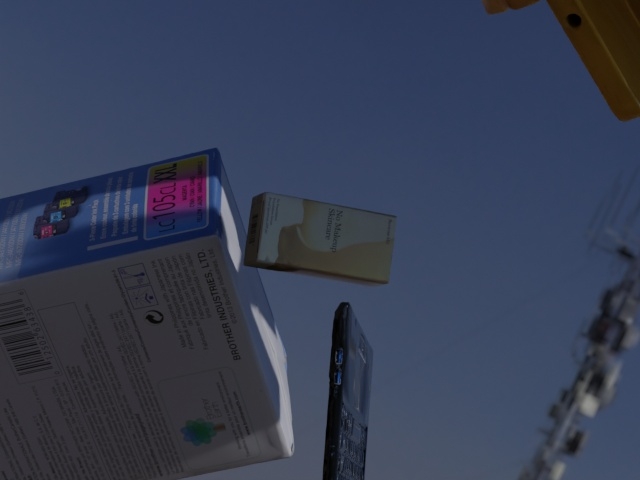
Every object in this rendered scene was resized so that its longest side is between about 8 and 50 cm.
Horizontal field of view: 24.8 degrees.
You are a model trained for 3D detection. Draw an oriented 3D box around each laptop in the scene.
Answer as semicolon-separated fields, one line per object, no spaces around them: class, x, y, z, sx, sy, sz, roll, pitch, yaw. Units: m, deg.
laptop;0.076;0.193;1.010;0.137;0.264;0.234;3;-12;6

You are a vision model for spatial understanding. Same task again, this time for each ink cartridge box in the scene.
ink cartridge box;-0.248;0.099;1.345;0.151;0.396;0.270;-98;173;-56

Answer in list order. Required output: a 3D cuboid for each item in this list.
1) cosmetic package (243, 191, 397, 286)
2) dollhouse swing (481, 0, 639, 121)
cosmetic package;0.000;0.000;1.179;0.115;0.060;0.041;8;-8;-18
dollhouse swing;0.350;-0.195;1.196;0.347;0.305;0.315;-18;-61;35
